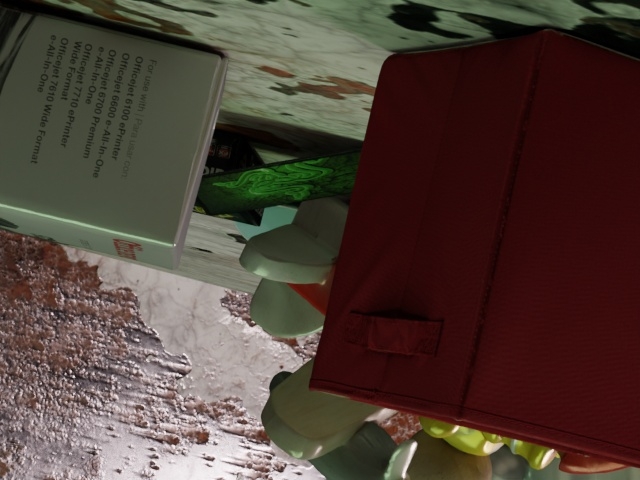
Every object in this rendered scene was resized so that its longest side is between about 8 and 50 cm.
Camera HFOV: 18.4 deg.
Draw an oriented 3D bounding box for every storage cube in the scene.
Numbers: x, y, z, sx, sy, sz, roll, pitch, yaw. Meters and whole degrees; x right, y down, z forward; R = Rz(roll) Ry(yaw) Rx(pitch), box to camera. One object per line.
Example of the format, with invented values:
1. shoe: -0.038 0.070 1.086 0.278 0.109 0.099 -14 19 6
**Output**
1. storage cube: 0.131 0.013 1.037 0.215 0.193 0.183 14 175 -23

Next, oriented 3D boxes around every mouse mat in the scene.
1. mouse mat: -0.023 -0.044 1.538 0.152 0.007 0.190 -10 171 3

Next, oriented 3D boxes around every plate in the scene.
1. plate: 0.000 0.000 1.990 0.188 0.024 0.188 22 161 8

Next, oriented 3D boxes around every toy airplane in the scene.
1. toy airplane: 0.098 0.115 1.765 0.386 0.272 0.384 1 -161 -17

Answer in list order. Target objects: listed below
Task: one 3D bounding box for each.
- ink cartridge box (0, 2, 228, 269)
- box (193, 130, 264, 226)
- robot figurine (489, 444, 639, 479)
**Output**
1. ink cartridge box: -0.226 -0.080 1.293 0.307 0.129 0.223 13 174 -3
2. box: -0.141 -0.065 1.673 0.175 0.051 0.220 12 175 6
3. robot figurine: 0.274 0.191 2.021 0.300 0.200 0.353 -8 -165 -23
